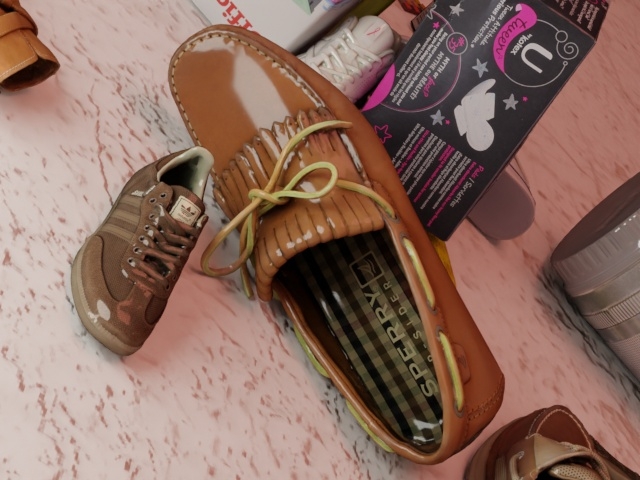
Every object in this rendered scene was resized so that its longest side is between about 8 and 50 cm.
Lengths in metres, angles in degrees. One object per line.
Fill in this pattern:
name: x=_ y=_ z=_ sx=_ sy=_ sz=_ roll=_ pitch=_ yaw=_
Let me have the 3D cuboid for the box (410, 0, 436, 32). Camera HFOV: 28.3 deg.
box: x=0.211 y=-0.275 z=1.627 sx=0.162 sy=0.116 sz=0.029 roll=28 pitch=34 yaw=-37

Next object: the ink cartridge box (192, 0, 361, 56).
ink cartridge box: x=-0.014 y=-0.318 z=1.176 sx=0.201 sy=0.278 sz=0.117 roll=50 pitch=31 yaw=-1

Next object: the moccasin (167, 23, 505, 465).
moccasin: x=-0.003 y=0.001 z=0.968 sx=0.380 sy=0.139 sz=0.147 roll=63 pitch=20 yaw=5

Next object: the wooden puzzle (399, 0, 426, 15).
wooden puzzle: x=0.115 y=-0.315 z=1.650 sx=0.083 sy=0.006 sz=0.049 roll=6 pitch=51 yaw=-53

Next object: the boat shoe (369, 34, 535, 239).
boat shoe: x=0.140 y=-0.115 z=1.369 sx=0.258 sy=0.095 sz=0.084 roll=55 pitch=22 yaw=-13

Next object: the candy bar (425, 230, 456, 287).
candy bar: x=0.107 y=-0.003 z=1.242 sx=0.040 sy=0.018 sz=0.161 roll=31 pitch=32 yaw=-37

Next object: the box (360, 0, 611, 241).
box: x=0.146 y=-0.151 z=1.206 sx=0.142 sy=0.247 sz=0.163 roll=36 pitch=30 yaw=1

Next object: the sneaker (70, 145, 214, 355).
sneaker: x=-0.115 y=-0.004 z=0.857 sx=0.066 sy=0.071 sz=0.188 roll=38 pitch=29 yaw=-22

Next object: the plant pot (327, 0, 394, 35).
plant pot: x=0.032 y=-0.356 z=1.357 sx=0.228 sy=0.227 sz=0.207 roll=50 pitch=22 yaw=1

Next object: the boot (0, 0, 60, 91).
boot: x=-0.262 y=-0.160 z=0.838 sx=0.152 sy=0.073 sz=0.197 roll=55 pitch=30 yaw=1

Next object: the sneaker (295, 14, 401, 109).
sneaker: x=0.014 y=-0.165 z=1.197 sx=0.090 sy=0.115 sz=0.232 roll=43 pitch=27 yaw=-3

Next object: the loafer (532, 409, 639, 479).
loafer: x=0.244 y=0.211 z=1.148 sx=0.148 sy=0.050 sz=0.056 roll=39 pitch=10 yaw=14

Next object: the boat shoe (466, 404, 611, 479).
boat shoe: x=0.180 y=0.215 z=0.974 sx=0.123 sy=0.116 sz=0.324 roll=48 pitch=28 yaw=-5

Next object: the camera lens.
camera lens: x=0.417 y=0.064 z=1.400 sx=0.274 sy=0.219 sz=0.219 roll=49 pitch=27 yaw=-2
